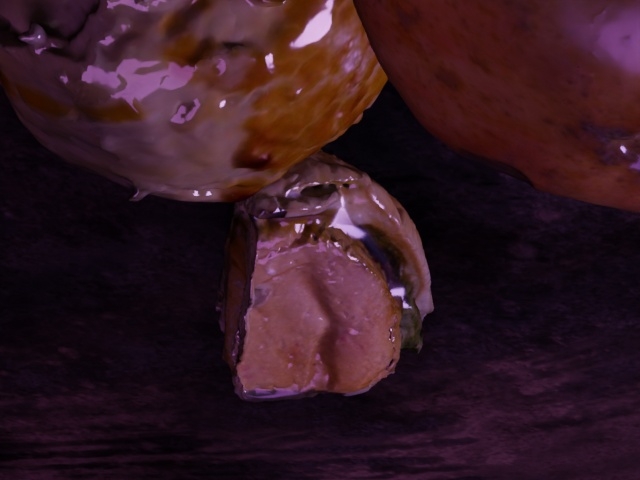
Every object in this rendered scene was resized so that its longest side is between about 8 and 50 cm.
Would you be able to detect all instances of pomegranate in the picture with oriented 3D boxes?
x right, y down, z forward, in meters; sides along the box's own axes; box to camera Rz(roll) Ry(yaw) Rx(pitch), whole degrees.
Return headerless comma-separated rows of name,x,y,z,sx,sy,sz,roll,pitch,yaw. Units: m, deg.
pomegranate,0.151,-0.148,0.880,0.281,0.281,0.281,5,151,3

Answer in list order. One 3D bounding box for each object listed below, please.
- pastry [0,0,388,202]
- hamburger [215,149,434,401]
pastry,-0.075,-0.104,1.101,0.236,0.170,0.256,6,157,8
hamburger,0.000,0.000,1.348,0.155,0.135,0.208,-8,137,-5
